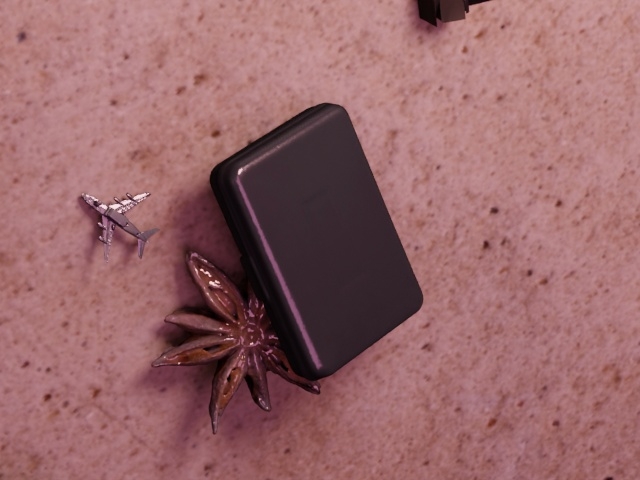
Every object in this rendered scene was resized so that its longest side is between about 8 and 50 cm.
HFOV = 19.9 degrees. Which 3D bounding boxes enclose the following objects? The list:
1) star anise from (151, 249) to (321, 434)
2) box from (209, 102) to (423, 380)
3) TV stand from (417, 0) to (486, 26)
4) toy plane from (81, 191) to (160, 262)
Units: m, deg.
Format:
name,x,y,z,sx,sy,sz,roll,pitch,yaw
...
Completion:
name,x,y,z,sx,sy,sz,roll,pitch,yaw
star anise,-0.077,0.086,1.767,0.182,0.065,0.195,-35,111,-8
box,0.000,0.000,1.729,0.160,0.050,0.230,-34,110,-32
TV stand,0.217,-0.262,1.770,0.256,0.040,0.049,-16,116,-17
toy plane,-0.188,-0.019,1.699,0.084,0.024,0.078,40,73,-31
